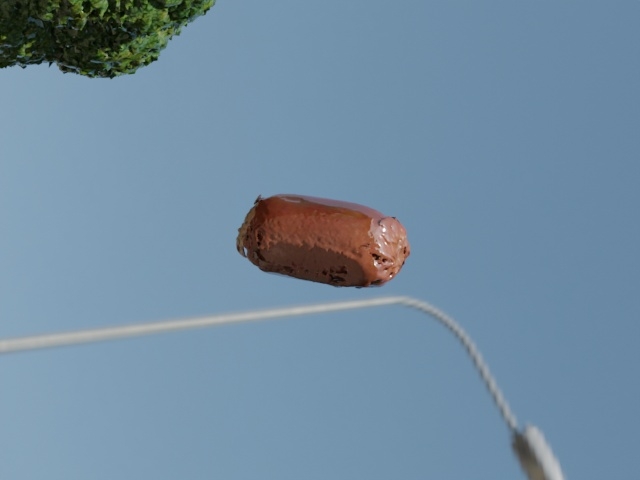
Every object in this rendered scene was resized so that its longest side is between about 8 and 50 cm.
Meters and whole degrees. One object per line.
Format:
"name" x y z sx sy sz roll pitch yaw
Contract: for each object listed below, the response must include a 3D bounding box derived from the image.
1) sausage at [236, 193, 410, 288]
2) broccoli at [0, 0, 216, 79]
"sausage" 0.000 0.000 1.215 0.141 0.076 0.076 9 -73 16
"broccoli" -0.188 -0.302 1.197 0.413 0.321 0.310 42 33 -65
